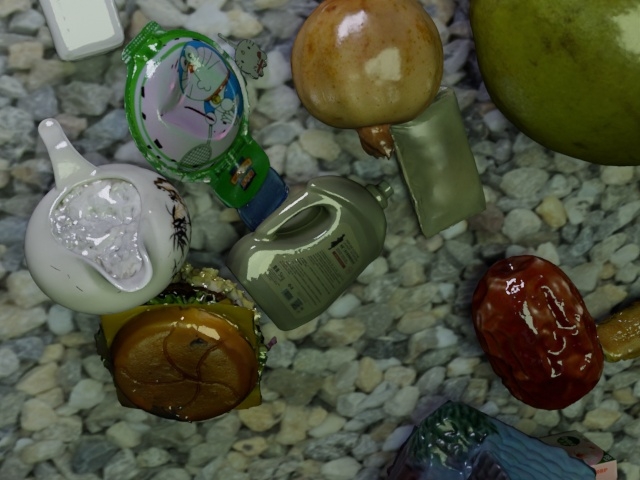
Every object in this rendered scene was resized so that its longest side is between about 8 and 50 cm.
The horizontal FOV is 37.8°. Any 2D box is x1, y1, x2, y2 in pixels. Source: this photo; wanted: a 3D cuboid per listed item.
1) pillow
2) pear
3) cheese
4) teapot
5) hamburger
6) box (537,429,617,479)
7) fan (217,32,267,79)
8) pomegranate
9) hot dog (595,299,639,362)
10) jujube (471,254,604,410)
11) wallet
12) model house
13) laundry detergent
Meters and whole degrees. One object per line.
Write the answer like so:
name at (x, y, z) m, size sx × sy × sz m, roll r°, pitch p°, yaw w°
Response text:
pillow at (0.173, -0.114, 1.384) m, size 0.119 × 0.053 × 0.208 m, roll -24°, pitch 111°, yaw -7°
pear at (0.399, -0.276, 1.274) m, size 0.413 × 0.352 × 0.352 m, roll 26°, pitch 95°, yaw -29°
cheese at (-0.148, -0.148, 1.255) m, size 0.320 × 0.083 × 0.204 m, roll 52°, pitch 57°, yaw -30°
teapot at (-0.280, -0.023, 1.176) m, size 0.208 × 0.166 × 0.300 m, roll -36°, pitch 67°, yaw -4°
hamburger at (-0.182, 0.143, 1.284) m, size 0.243 × 0.139 × 0.262 m, roll 3°, pitch 125°, yaw -1°
box at (0.412, 0.360, 1.525) m, size 0.089 × 0.125 × 0.043 m, roll -9°, pitch 104°, yaw -15°
fan at (-0.107, -0.257, 1.278) m, size 0.083 × 0.004 × 0.056 m, roll 33°, pitch 55°, yaw -25°
pomegranate at (0.063, -0.239, 1.256) m, size 0.207 × 0.207 × 0.207 m, roll -4°, pitch 104°, yaw -15°
hot dog at (0.576, 0.124, 1.545) m, size 0.288 × 0.068 × 0.083 m, roll -21°, pitch 72°, yaw -12°
jujube at (0.332, 0.143, 1.430) m, size 0.174 × 0.174 × 0.250 m, roll -30°, pitch 113°, yaw -8°
wallet at (-0.319, -0.330, 1.203) m, size 0.095 × 0.033 × 0.190 m, roll -18°, pitch 107°, yaw -13°
model house at (0.214, 0.477, 1.332) m, size 0.297 × 0.339 × 0.360 m, roll 27°, pitch 104°, yaw 1°
laundry detergent at (0.000, 0.000, 1.327) m, size 0.253 × 0.091 × 0.181 m, roll -40°, pitch 128°, yaw -5°
